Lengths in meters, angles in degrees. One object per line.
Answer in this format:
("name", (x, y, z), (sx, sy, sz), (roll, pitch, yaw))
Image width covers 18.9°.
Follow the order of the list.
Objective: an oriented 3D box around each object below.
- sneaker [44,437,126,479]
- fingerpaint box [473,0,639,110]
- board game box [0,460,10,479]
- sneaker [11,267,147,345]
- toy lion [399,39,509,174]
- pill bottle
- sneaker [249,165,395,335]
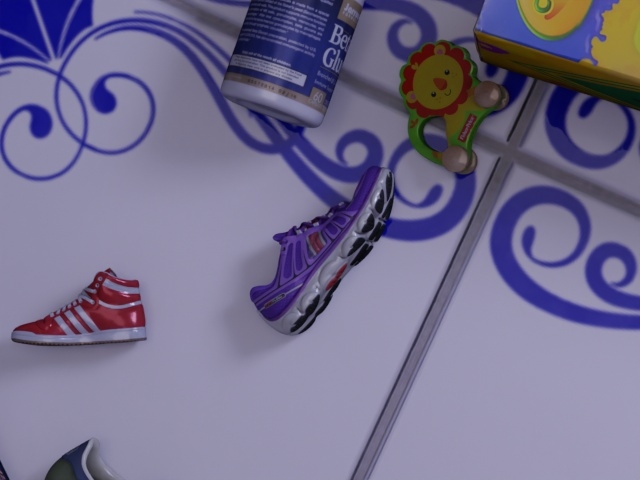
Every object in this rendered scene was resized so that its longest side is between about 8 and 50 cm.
("sneaker", (-0.157, 0.247, 1.651), (0.192, 0.064, 0.086), (37, 95, 12))
("fingerpaint box", (0.370, -0.311, 1.587), (0.371, 0.163, 0.445), (18, 88, 8))
("board game box", (-0.373, 0.285, 1.687), (0.243, 0.042, 0.165), (-29, 82, 4))
("sneaker", (-0.213, 0.059, 1.688), (0.118, 0.042, 0.067), (-3, 88, -1))
("toy lion", (0.107, -0.119, 1.668), (0.096, 0.034, 0.100), (29, 100, 21))
("pill bottle", (-0.017, -0.190, 1.659), (0.094, 0.094, 0.169), (19, 88, 8))
("sneaker", (0.000, 0.000, 1.656), (0.071, 0.068, 0.170), (39, 91, 14))
